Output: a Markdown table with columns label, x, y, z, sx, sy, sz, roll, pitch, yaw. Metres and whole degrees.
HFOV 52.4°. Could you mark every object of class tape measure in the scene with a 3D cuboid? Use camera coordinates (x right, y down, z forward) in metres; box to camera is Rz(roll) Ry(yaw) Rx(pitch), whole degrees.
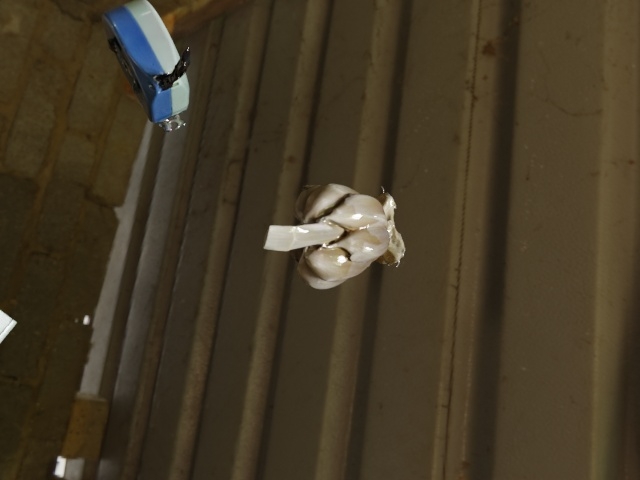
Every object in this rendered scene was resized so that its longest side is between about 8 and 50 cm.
| label | x | y | z | sx | sy | sz | roll | pitch | yaw |
| --- | --- | --- | --- | --- | --- | --- | --- | --- | --- |
| tape measure | -0.302 | -0.333 | 1.133 | 0.215 | 0.098 | 0.351 | 62 | -16 | -1 |

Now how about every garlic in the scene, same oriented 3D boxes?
| label | x | y | z | sx | sy | sz | roll | pitch | yaw |
| --- | --- | --- | --- | --- | --- | --- | --- | --- | --- |
| garlic | 0.000 | 0.000 | 0.765 | 0.127 | 0.194 | 0.131 | -2 | -81 | 40 |

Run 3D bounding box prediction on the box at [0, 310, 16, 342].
| label | x | y | z | sx | sy | sz | roll | pitch | yaw |
| --- | --- | --- | --- | --- | --- | --- | --- | --- | --- |
| box | -0.712 | 0.112 | 1.152 | 0.225 | 0.225 | 0.117 | 8 | -125 | 38 |
